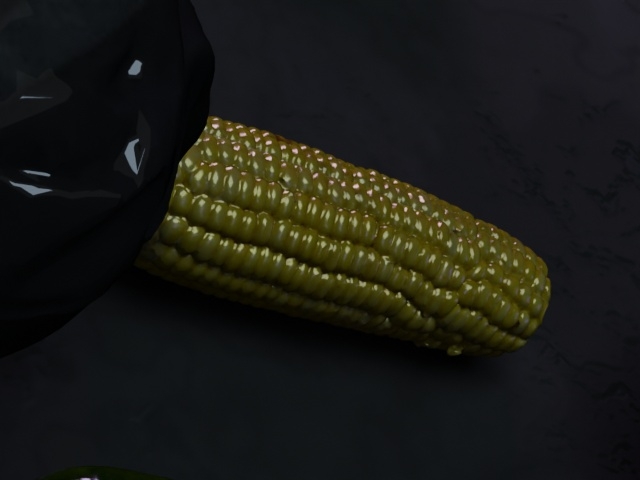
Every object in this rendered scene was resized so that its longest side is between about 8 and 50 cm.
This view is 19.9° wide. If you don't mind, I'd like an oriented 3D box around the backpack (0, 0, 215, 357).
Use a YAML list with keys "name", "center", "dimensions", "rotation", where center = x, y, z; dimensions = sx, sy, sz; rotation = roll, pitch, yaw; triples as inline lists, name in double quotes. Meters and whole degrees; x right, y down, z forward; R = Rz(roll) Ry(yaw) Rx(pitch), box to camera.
- name: "backpack"
  center: [-0.200, -0.175, 0.584]
  dimensions: [0.363, 0.255, 0.446]
  rotation: [15, 66, -24]

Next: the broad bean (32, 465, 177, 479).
- name: "broad bean"
  center: [-0.003, 0.165, 0.604]
  dimensions: [0.292, 0.049, 0.144]
  rotation: [48, 43, 6]

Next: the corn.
- name: "corn"
  center: [0.000, 0.000, 0.716]
  dimensions: [0.206, 0.067, 0.067]
  rotation: [19, 50, -26]
